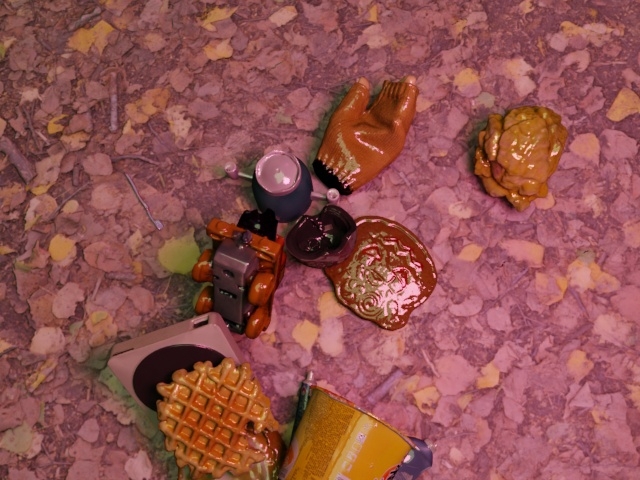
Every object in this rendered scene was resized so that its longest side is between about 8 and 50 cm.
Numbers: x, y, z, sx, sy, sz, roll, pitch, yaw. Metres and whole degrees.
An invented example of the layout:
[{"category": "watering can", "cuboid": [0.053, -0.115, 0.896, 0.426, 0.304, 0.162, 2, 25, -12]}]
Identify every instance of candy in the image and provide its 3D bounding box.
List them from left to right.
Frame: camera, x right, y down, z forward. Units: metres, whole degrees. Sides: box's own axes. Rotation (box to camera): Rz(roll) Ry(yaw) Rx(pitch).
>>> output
[{"category": "candy", "cuboid": [-0.196, 0.521, 1.164, 0.259, 0.118, 0.260, -1, 76, 4]}]

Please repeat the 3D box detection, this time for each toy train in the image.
[{"category": "toy train", "cuboid": [-0.167, 0.077, 1.170, 0.163, 0.369, 0.232, 21, 51, 6]}]

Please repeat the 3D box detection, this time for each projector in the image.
[{"category": "projector", "cuboid": [-0.302, 0.298, 1.163, 0.257, 0.079, 0.259, -19, 121, 3]}]

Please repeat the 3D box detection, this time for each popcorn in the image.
[{"category": "popcorn", "cuboid": [0.491, -0.214, 1.275, 0.212, 0.259, 0.259, 28, 79, 22]}]

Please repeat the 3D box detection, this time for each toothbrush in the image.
[{"category": "toothbrush", "cuboid": [-0.473, -0.107, 1.365, 0.019, 0.013, 0.193, -33, 79, -13]}]

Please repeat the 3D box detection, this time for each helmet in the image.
[{"category": "helmet", "cuboid": [0.010, 0.006, 1.249, 0.177, 0.107, 0.153, -27, 48, -2]}]

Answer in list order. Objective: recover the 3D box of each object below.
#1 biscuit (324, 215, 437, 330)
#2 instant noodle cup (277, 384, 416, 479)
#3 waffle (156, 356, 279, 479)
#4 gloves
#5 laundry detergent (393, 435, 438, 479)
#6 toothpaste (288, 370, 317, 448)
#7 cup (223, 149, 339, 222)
[{"category": "biscuit", "cuboid": [0.151, 0.075, 1.295, 0.273, 0.049, 0.257, 38, 81, 11]}, {"category": "instant noodle cup", "cuboid": [0.046, 0.462, 1.084, 0.264, 0.264, 0.200, 28, 69, 7]}, {"category": "waffle", "cuboid": [-0.226, 0.385, 1.092, 0.250, 0.056, 0.261, -20, 97, 2]}, {"category": "gloves", "cuboid": [0.124, -0.282, 1.321, 0.203, 0.155, 0.356, 40, 96, 16]}, {"category": "laundry detergent", "cuboid": [0.183, 0.523, 1.183, 0.206, 0.061, 0.097, -33, 75, -6]}, {"category": "toothpaste", "cuboid": [-0.037, 0.413, 1.228, 0.057, 0.035, 0.197, 5, 78, 19]}, {"category": "cup", "cuboid": [-0.098, -0.144, 1.285, 0.299, 0.173, 0.168, 15, 79, 4]}]
